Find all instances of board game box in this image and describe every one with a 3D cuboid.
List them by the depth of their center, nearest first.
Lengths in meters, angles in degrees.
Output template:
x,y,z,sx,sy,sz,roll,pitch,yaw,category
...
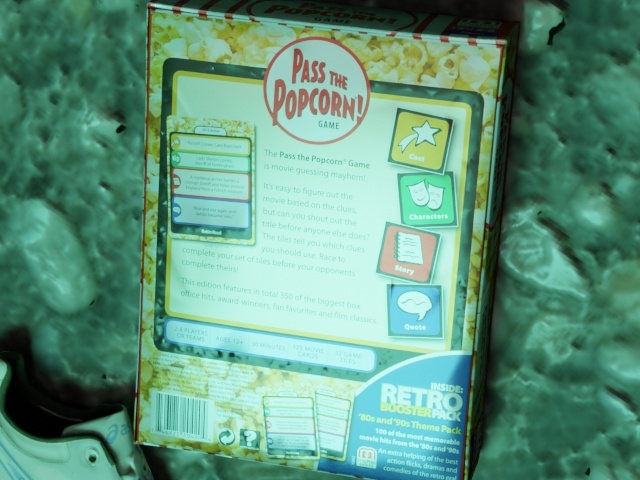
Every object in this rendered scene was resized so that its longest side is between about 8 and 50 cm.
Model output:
x,y,z,sx,sy,sz,roll,pitch,yaw,category
0.000,0.000,0.750,0.146,0.045,0.193,8,109,11,board game box

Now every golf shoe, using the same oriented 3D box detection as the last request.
x,y,z,sx,sy,sz,roll,pitch,yaw,category
-0.096,0.119,0.803,0.176,0.069,0.086,32,106,1,golf shoe
